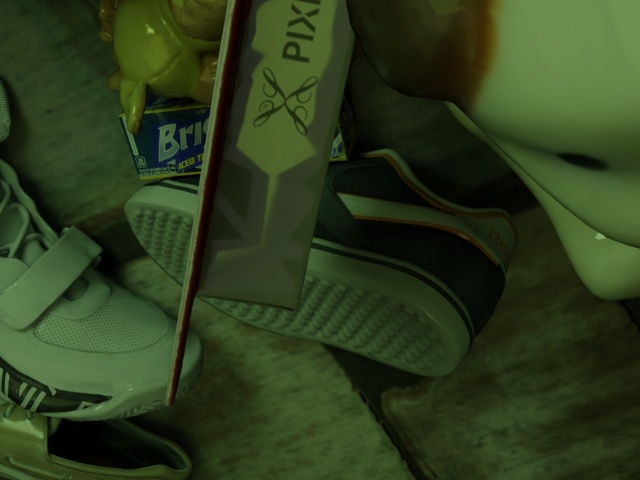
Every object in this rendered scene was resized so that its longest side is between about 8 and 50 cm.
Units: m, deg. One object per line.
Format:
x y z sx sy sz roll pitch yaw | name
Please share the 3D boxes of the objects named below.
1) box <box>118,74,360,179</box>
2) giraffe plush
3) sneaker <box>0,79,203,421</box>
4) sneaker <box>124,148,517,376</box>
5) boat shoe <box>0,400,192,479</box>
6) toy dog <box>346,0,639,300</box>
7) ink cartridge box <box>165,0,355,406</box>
-0.060 -0.089 0.949 0.169 0.054 0.059 -5 119 18 | box
-0.077 -0.154 0.859 0.210 0.181 0.170 38 132 -1 | giraffe plush
-0.255 -0.001 1.006 0.366 0.137 0.210 21 126 7 | sneaker
0.000 0.000 0.956 0.321 0.127 0.126 18 144 34 | sneaker
-0.256 0.166 1.132 0.302 0.113 0.103 27 123 -14 | boat shoe
0.169 -0.159 0.571 0.285 0.408 0.395 -3 119 18 | toy dog
-0.015 -0.102 0.620 0.066 0.261 0.296 9 112 -6 | ink cartridge box
